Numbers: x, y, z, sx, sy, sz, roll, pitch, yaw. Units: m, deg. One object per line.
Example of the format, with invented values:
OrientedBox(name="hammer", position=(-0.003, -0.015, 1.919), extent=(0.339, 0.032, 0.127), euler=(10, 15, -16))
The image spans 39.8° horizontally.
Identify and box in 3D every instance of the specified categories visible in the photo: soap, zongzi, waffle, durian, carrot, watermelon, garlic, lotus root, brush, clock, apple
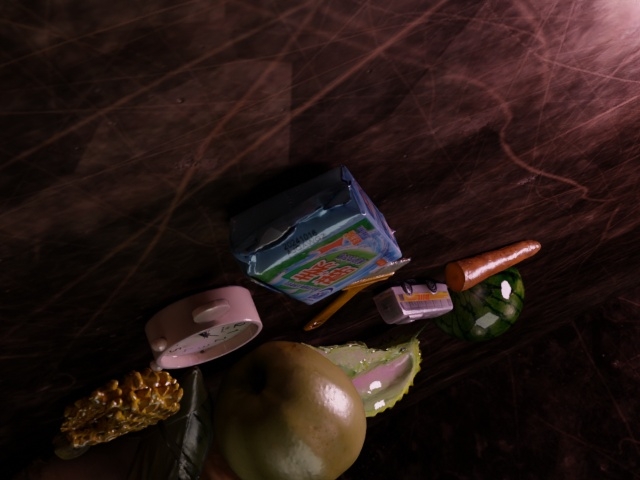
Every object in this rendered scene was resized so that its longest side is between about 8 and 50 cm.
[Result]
OrientedBox(name="soap", position=(0.000, 0.000, 1.042), extent=(0.156, 0.077, 0.293), euler=(-28, 162, 10))
OrientedBox(name="zongzi", position=(-0.262, 0.370, 1.538), extent=(0.125, 0.250, 0.274), euler=(19, 149, -2))
OrientedBox(name="waffle", position=(-0.318, 0.271, 1.416), extent=(0.197, 0.070, 0.193), euler=(-17, 162, -23))
OrientedBox(name="durian", position=(0.081, 0.272, 1.818), extent=(0.356, 0.157, 0.169), euler=(-3, 145, -42))
OrientedBox(name="carrot", position=(0.333, 0.036, 1.641), extent=(0.224, 0.057, 0.057), euler=(-19, 162, -27))
OrientedBox(name="watermelon", position=(0.325, 0.139, 1.801), extent=(0.204, 0.127, 0.232), euler=(-24, 157, 8))
OrientedBox(name="garlic", position=(-0.454, 0.506, 1.702), extent=(0.322, 0.240, 0.322), euler=(-4, 171, -1))
OrientedBox(name="lotus root", position=(-0.418, 0.339, 1.508), extent=(0.099, 0.054, 0.049), euler=(-35, 150, 30))
OrientedBox(name="brush", position=(0.042, 0.096, 1.485), extent=(0.103, 0.013, 0.272), euler=(-11, 159, -35))
OrientedBox(name="clock", position=(-0.162, 0.116, 1.198), extent=(0.156, 0.063, 0.229), euler=(-16, 158, -17))
OrientedBox(name="apple", position=(-0.060, 0.316, 1.566), extent=(0.279, 0.279, 0.279), euler=(-22, 162, -7))

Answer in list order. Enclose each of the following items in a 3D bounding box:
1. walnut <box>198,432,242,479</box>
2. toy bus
OrientedBox(name="walnut", position=(-0.209, 0.627, 2.093), extent=(0.384, 0.383, 0.383), euler=(-22, 162, -7))
OrientedBox(name="toy bus", position=(0.169, 0.109, 1.596), extent=(0.057, 0.072, 0.172), euler=(-33, 161, 37))
